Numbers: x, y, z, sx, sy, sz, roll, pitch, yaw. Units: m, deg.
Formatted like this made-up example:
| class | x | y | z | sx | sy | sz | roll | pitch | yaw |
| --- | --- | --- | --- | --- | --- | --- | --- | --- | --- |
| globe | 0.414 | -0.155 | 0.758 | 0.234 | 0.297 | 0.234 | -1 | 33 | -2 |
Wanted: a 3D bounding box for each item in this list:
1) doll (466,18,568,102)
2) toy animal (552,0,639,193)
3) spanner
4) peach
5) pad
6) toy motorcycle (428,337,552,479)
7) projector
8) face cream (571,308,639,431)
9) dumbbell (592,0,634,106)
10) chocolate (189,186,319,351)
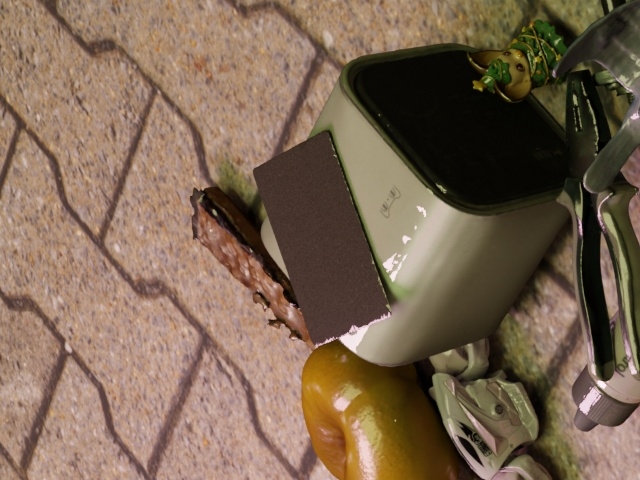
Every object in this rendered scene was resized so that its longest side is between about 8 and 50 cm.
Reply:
| class | x | y | z | sx | sy | sz | roll | pitch | yaw |
| --- | --- | --- | --- | --- | --- | --- | --- | --- | --- |
| doll | 0.212 | -0.182 | 1.997 | 0.078 | 0.113 | 0.076 | 51 | 169 | 24 |
| toy animal | 0.355 | -0.151 | 1.803 | 0.239 | 0.176 | 0.255 | 39 | 120 | -18 |
| spanner | 0.290 | -0.015 | 1.885 | 0.096 | 0.040 | 0.324 | -8 | 91 | 53 |
| peach | 0.069 | 0.225 | 2.194 | 0.251 | 0.153 | 0.251 | 59 | 174 | 10 |
| pad | 0.000 | 0.000 | 1.976 | 0.143 | 0.003 | 0.211 | -25 | 81 | 49 |
| toy motorcycle | 0.188 | 0.211 | 2.128 | 0.112 | 0.112 | 0.254 | -32 | 78 | 47 |
| projector | 0.115 | -0.043 | 2.029 | 0.248 | 0.248 | 0.249 | 51 | 133 | 26 |
| face cream | 0.350 | 0.100 | 1.934 | 0.092 | 0.092 | 0.311 | 52 | 134 | 24 |
| dumbbell | 0.307 | -0.229 | 1.892 | 0.082 | 0.082 | 0.253 | -12 | 92 | 48 |
| chocolate | -0.060 | 0.049 | 2.392 | 0.329 | 0.065 | 0.102 | 45 | 149 | 31 |
